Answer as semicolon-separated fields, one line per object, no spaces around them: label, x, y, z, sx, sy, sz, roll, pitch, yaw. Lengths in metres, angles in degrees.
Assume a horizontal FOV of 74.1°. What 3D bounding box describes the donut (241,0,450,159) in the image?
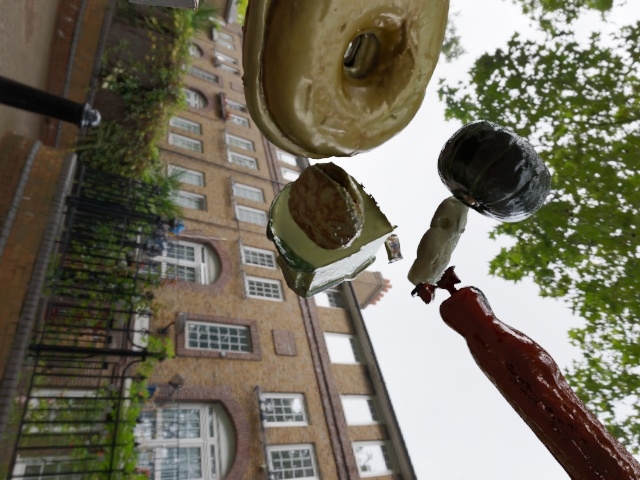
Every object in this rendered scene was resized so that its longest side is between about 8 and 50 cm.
donut;0.047;-0.357;0.794;0.198;0.449;0.448;50;-57;40

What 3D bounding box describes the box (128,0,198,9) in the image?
box;-0.264;-0.474;0.645;0.229;0.123;0.049;103;-11;-65

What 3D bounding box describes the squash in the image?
squash;0.382;-0.151;0.945;0.165;0.252;0.252;-50;-147;3

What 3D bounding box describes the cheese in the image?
cheese;0.315;0.012;1.129;0.093;0.159;0.262;24;-101;19

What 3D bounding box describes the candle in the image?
candle;0.192;0.146;0.317;0.329;0.048;0.051;53;-37;31

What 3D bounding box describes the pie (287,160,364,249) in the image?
pie;0.015;-0.078;0.960;0.205;0.084;0.178;46;-44;24

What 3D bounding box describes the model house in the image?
model house;0.000;0.000;1.183;0.261;0.322;0.266;55;-25;23

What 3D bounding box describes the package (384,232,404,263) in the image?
package;0.290;0.030;1.686;0.031;0.108;0.120;-17;-98;42
